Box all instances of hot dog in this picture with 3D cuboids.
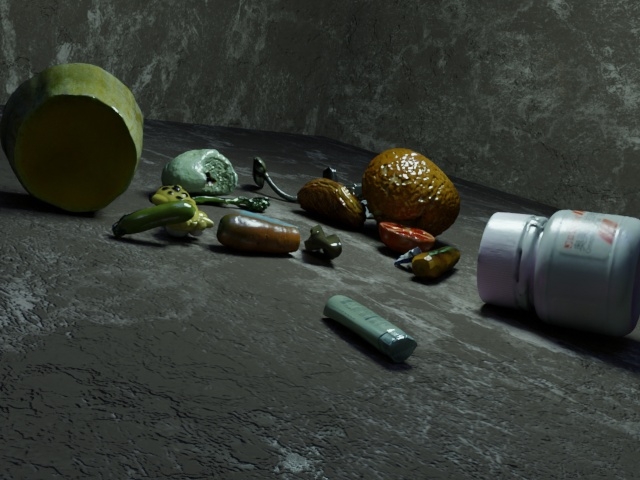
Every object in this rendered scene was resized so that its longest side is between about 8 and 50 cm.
[{"bbox_3d":[0.038,-0.107,2.362,0.227,0.099,0.160,18,-16,30],"label":"hot dog"}]

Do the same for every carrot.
[{"bbox_3d":[0.287,0.052,2.007,0.070,0.070,0.260,17,13,21],"label":"carrot"},{"bbox_3d":[-0.139,-0.010,1.855,0.193,0.087,0.087,10,12,-24],"label":"carrot"}]

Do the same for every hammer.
[{"bbox_3d":[0.130,-0.143,2.609,0.111,0.043,0.365,-7,-4,13],"label":"hammer"}]

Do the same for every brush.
[{"bbox_3d":[0.000,0.000,2.007,0.084,0.071,0.301,27,3,-6],"label":"brush"}]

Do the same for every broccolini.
[{"bbox_3d":[-0.259,-0.099,2.261,0.254,0.071,0.057,-3,55,-27],"label":"broccolini"}]

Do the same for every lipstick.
[{"bbox_3d":[-0.130,-0.033,2.030,0.158,0.048,0.048,17,14,20],"label":"lipstick"}]

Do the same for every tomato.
[{"bbox_3d":[0.218,0.003,2.142,0.155,0.069,0.155,15,12,-3],"label":"tomato"}]

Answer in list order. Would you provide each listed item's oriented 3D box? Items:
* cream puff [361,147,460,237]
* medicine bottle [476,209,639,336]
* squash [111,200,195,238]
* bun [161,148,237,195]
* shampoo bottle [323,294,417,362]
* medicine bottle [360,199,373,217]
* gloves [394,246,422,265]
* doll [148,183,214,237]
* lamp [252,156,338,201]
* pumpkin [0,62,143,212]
[{"bbox_3d":[0.241,-0.117,2.302,0.303,0.212,0.303,37,-13,10],"label":"cream puff"},{"bbox_3d":[0.525,0.059,1.763,0.325,0.256,0.256,10,10,29],"label":"medicine bottle"},{"bbox_3d":[-0.359,-0.048,1.752,0.183,0.052,0.052,-15,18,-7],"label":"squash"},{"bbox_3d":[-0.331,-0.187,2.239,0.204,0.126,0.212,-3,-2,9],"label":"bun"},{"bbox_3d":[0.083,0.151,1.431,0.072,0.049,0.212,8,12,-33],"label":"shampoo bottle"},{"bbox_3d":[0.167,-0.100,2.566,0.057,0.057,0.089,22,17,38],"label":"medicine bottle"},{"bbox_3d":[0.219,0.040,2.006,0.064,0.026,0.086,-24,-6,-38],"label":"gloves"},{"bbox_3d":[-0.329,-0.070,1.916,0.117,0.086,0.291,0,18,-23],"label":"doll"},{"bbox_3d":[-0.087,-0.175,2.610,0.283,0.124,0.203,7,-7,-10],"label":"lamp"},{"bbox_3d":[-0.555,-0.228,1.863,0.332,0.332,0.199,6,15,-23],"label":"pumpkin"}]
